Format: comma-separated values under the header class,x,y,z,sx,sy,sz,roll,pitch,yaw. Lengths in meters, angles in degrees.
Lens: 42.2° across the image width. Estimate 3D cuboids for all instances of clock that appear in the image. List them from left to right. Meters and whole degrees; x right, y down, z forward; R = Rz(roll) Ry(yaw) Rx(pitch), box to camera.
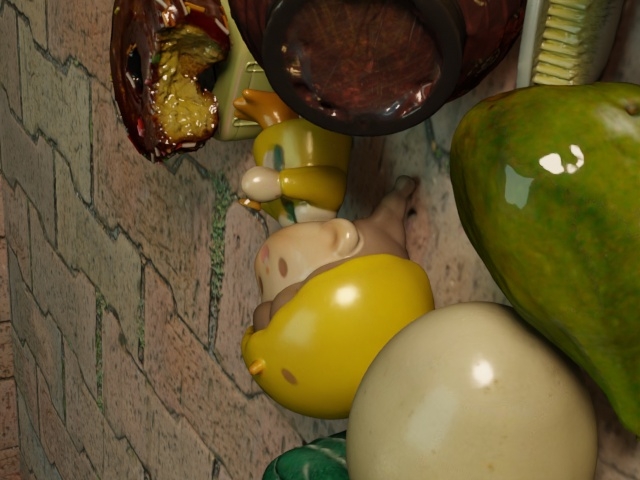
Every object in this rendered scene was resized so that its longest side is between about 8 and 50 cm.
class,x,y,z,sx,sy,sz,roll,pitch,yaw
clock,-0.130,-0.250,1.048,0.232,0.069,0.170,57,142,35

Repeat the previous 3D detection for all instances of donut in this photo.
class,x,y,z,sx,sy,sz,roll,pitch,yaw
donut,-0.177,-0.209,0.973,0.216,0.096,0.230,29,122,57

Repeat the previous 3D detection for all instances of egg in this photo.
class,x,y,z,sx,sy,sz,roll,pitch,yaw
egg,0.114,0.150,0.633,0.188,0.189,0.253,51,154,39

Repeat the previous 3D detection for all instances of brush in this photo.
class,x,y,z,sx,sy,sz,roll,pitch,yaw
brush,0.175,-0.109,0.610,0.060,0.068,0.296,24,125,29

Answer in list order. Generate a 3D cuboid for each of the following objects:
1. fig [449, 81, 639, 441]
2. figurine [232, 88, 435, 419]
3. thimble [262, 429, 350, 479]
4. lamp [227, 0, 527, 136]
class,x,y,z,sx,sy,sz,roll,pitch,yaw
fig,0.185,-0.006,0.526,0.233,0.167,0.167,47,142,7
figurine,0.000,0.000,0.808,0.215,0.187,0.343,145,118,-66
thimble,0.047,0.333,0.829,0.254,0.167,0.288,39,129,48
lamp,0.045,-0.202,0.639,0.247,0.247,0.246,23,118,54
